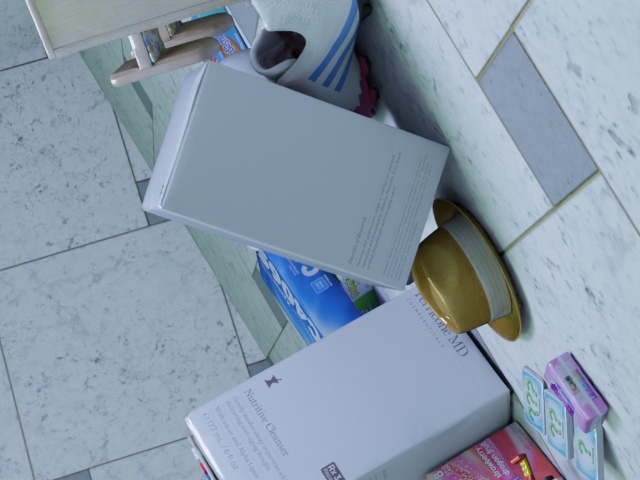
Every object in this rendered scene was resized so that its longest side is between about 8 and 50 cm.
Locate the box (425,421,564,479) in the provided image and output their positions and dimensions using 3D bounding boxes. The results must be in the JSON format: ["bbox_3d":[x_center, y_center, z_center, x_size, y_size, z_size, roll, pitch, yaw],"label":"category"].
[{"bbox_3d":[0.281,0.408,1.860,0.300,0.154,0.142,53,167,40],"label":"box"}]

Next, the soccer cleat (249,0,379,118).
[{"bbox_3d":[-0.017,-0.213,1.670,0.116,0.143,0.331,56,168,25],"label":"soccer cleat"}]

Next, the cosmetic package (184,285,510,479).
[{"bbox_3d":[0.044,0.249,1.928,0.217,0.385,0.156,53,169,30],"label":"cosmetic package"}]

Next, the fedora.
[{"bbox_3d":[0.161,0.046,1.683,0.194,0.079,0.194,58,168,19],"label":"fedora"}]

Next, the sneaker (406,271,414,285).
[{"bbox_3d":[0.110,0.023,2.001,0.035,0.031,0.083,-92,-22,-84],"label":"sneaker"}]

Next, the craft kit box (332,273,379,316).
[{"bbox_3d":[0.000,0.000,2.368,0.247,0.061,0.250,52,166,50],"label":"craft kit box"}]

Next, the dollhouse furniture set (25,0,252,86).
[{"bbox_3d":[-0.199,-0.386,1.748,0.394,0.256,0.362,-80,-27,-65],"label":"dollhouse furniture set"}]

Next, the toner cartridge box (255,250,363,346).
[{"bbox_3d":[0.010,0.130,2.319,0.348,0.075,0.165,54,167,30],"label":"toner cartridge box"}]

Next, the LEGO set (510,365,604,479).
[{"bbox_3d":[0.276,0.297,1.715,0.182,0.060,0.244,-139,39,-61],"label":"LEGO set"}]

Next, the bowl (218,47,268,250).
[{"bbox_3d":[-0.123,-0.141,1.963,0.298,0.134,0.298,-169,90,-72],"label":"bowl"}]

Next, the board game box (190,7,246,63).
[{"bbox_3d":[-0.144,-0.279,2.327,0.210,0.047,0.160,61,169,3],"label":"board game box"}]

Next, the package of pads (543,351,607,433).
[{"bbox_3d":[0.281,0.168,1.571,0.083,0.032,0.050,56,167,24],"label":"package of pads"}]

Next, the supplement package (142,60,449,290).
[{"bbox_3d":[-0.033,-0.071,1.633,0.293,0.175,0.177,18,177,-14],"label":"supplement package"}]

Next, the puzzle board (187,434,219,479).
[{"bbox_3d":[-0.144,0.337,1.971,0.128,0.011,0.096,50,168,54],"label":"puzzle board"}]
